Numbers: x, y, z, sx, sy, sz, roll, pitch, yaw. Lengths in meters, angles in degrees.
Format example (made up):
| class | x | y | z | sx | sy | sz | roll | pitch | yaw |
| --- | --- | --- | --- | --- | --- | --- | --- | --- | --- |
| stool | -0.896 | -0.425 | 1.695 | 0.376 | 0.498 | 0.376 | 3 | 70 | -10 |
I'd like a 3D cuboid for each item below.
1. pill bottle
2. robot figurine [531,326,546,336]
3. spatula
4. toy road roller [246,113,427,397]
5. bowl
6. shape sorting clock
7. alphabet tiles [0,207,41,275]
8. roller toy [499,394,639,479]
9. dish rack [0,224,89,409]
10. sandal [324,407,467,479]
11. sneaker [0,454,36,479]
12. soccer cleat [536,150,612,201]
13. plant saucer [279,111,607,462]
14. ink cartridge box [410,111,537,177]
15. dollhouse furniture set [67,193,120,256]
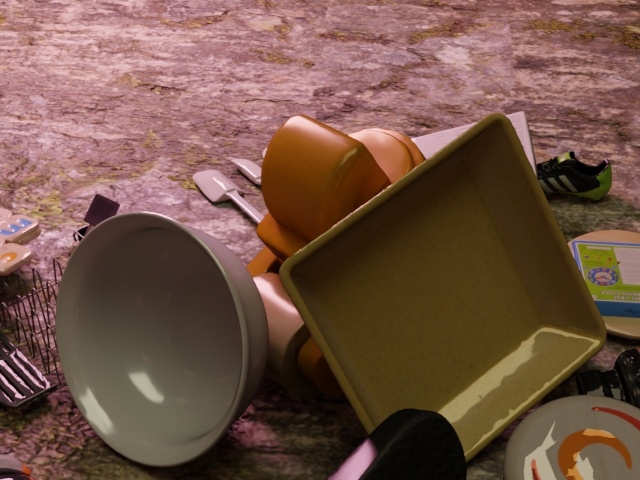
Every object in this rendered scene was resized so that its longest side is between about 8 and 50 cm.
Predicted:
| class | x | y | z | sx | sy | sz | roll | pitch | yaw |
| --- | --- | --- | --- | --- | --- | --- | --- | --- | --- |
| pill bottle | 0.416 | 0.177 | 1.442 | 0.219 | 0.123 | 0.123 | -13 | 38 | 5 |
| robot figurine | 0.290 | 0.125 | 1.568 | 0.115 | 0.067 | 0.101 | -5 | 65 | -6 |
| spatula | -0.067 | -0.066 | 1.863 | 0.168 | 0.019 | 0.242 | -19 | 42 | -30 |
| toy road roller | 0.000 | 0.000 | 1.507 | 0.329 | 0.240 | 0.202 | -50 | 44 | -10 |
| bowl | -0.163 | 0.108 | 1.464 | 0.297 | 0.298 | 0.134 | 27 | 20 | 31 |
| shape sorting clock | 0.416 | 0.059 | 1.673 | 0.206 | 0.040 | 0.206 | 3 | 38 | -2 |
| alphabet tiles | -0.526 | 0.034 | 1.690 | 0.278 | 0.021 | 0.284 | 14 | 38 | 43 |
| roller toy | 0.281 | 0.274 | 1.312 | 0.191 | 0.146 | 0.209 | -33 | 56 | -24 |
| dish rack | -0.340 | 0.100 | 1.604 | 0.271 | 0.074 | 0.208 | -28 | 45 | -31 |
| sandal | -0.015 | 0.328 | 1.270 | 0.107 | 0.168 | 0.445 | -3 | 21 | 46 |
| sneaker | -0.427 | 0.320 | 1.254 | 0.321 | 0.125 | 0.180 | -17 | 26 | -19 |
| soccer cleat | 0.345 | -0.099 | 1.852 | 0.178 | 0.072 | 0.060 | 2 | 38 | 3 |
| plant saucer | 0.137 | 0.071 | 1.431 | 0.332 | 0.333 | 0.081 | -35 | 20 | -19 |
| ink cartridge box | 0.230 | -0.071 | 1.813 | 0.181 | 0.056 | 0.225 | -13 | 56 | 13 |
| dollhouse furniture set | -0.266 | 0.003 | 1.663 | 0.114 | 0.091 | 0.081 | 25 | -5 | -5 |
